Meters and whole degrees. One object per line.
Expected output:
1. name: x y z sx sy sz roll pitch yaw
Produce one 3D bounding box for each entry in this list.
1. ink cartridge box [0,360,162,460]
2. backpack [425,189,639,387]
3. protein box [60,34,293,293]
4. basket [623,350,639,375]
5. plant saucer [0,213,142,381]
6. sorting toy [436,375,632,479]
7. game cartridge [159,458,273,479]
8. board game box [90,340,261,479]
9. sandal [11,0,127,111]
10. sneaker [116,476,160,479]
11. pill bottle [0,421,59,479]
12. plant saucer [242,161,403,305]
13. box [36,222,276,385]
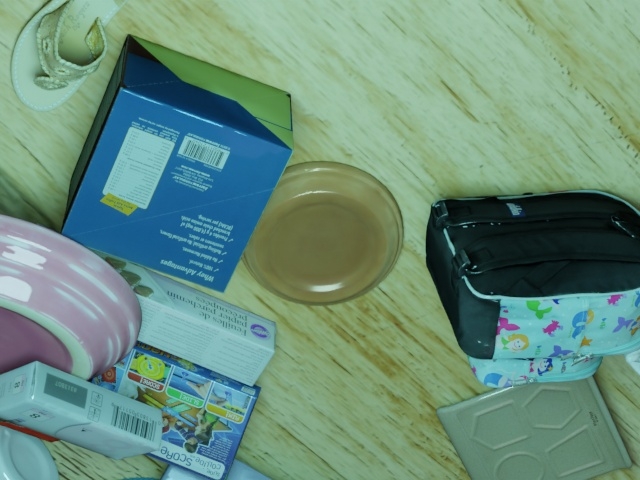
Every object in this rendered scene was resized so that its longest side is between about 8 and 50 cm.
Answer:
1. ink cartridge box: -0.330 0.218 1.860 0.189 0.066 0.232 27 143 -37
2. backpack: 0.262 0.047 1.784 0.253 0.225 0.191 -9 126 -8
3. protein box: -0.159 -0.083 1.734 0.199 0.136 0.201 19 120 -14
4. basket: 0.455 0.099 1.892 0.167 0.103 0.113 -39 116 22
5. plant saucer: -0.374 0.086 1.790 0.332 0.084 0.332 8 148 5
6. sorting toy: 0.278 0.252 2.029 0.208 0.038 0.193 -19 121 16
7. game cartridge: -0.072 0.429 1.984 0.355 0.230 0.068 30 160 -2
8. board game box: -0.190 0.207 1.941 0.201 0.035 0.136 22 112 2
9. sandal: -0.266 -0.219 1.677 0.088 0.079 0.240 30 117 -19
10. sneaker: -0.265 0.374 2.064 0.228 0.087 0.092 0 131 6
11. pill bottle: -0.455 0.335 2.002 0.221 0.124 0.124 -33 118 17
12. plant saucer: 0.000 0.000 1.853 0.200 0.037 0.200 -1 123 -1
13. box: -0.210 0.079 1.880 0.324 0.063 0.067 23 120 -16
